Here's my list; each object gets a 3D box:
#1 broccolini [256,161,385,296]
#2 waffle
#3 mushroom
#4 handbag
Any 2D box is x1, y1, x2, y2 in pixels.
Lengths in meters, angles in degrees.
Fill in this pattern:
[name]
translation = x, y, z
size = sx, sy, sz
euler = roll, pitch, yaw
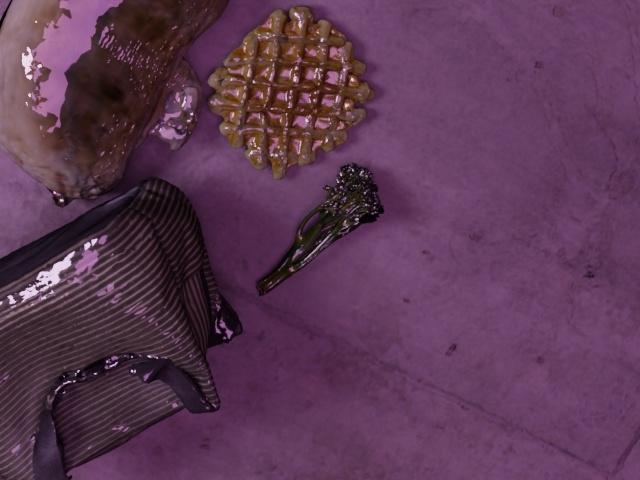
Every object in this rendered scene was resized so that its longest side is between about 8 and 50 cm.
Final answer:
[broccolini]
translation = -0.009, -0.007, 1.311
size = 0.201, 0.074, 0.058
euler = -41, 124, 4
[waffle]
translation = -0.034, -0.168, 1.278
size = 0.183, 0.036, 0.169
euler = -42, 109, 2
[mushroom]
translation = -0.223, -0.201, 1.187
size = 0.247, 0.130, 0.344
euler = 40, 95, -13
[handbag]
translation = -0.256, 0.106, 1.196
size = 0.340, 0.247, 0.240
euler = -30, 105, 10
